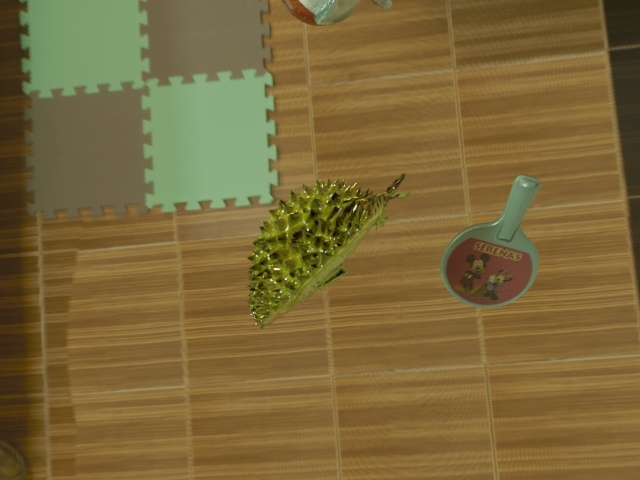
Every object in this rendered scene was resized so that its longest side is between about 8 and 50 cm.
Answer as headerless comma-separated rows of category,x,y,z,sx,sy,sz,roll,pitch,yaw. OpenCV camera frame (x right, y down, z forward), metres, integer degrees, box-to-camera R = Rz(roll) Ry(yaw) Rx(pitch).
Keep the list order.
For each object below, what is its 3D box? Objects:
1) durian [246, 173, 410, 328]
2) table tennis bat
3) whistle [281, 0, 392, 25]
durian,0.000,0.000,0.661,0.215,0.100,0.086,-44,61,3
table tennis bat,0.284,0.006,1.082,0.153,0.040,0.244,17,119,-2
whistle,0.048,-0.431,1.114,0.346,0.133,0.142,-22,66,-40
